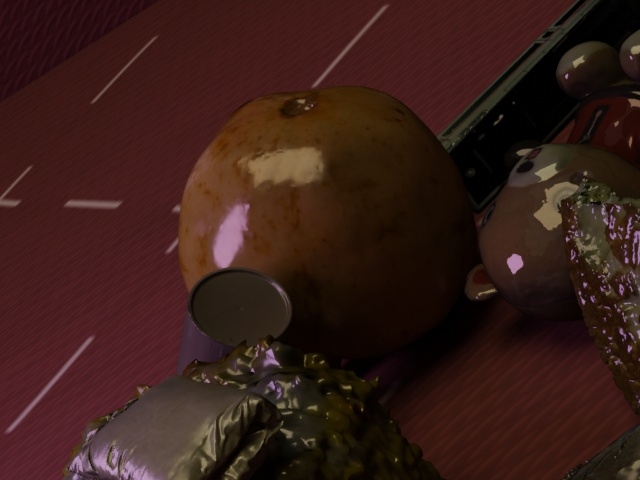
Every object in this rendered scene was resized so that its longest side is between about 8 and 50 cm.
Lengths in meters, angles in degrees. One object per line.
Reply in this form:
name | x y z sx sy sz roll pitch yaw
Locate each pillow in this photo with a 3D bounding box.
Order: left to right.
pillow | -0.118 0.177 1.612 0.134 0.078 0.181 -48 29 -21

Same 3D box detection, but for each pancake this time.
pancake | 0.315 0.055 1.674 0.376 0.054 0.197 60 143 40

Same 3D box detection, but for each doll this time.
doll | 0.281 -0.058 1.928 0.235 0.174 0.330 -2 48 48

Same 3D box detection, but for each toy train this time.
toy train | 0.285 -0.204 2.276 0.407 0.086 0.088 -44 19 -13

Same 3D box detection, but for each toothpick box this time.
toothpick box | -0.092 0.125 1.931 0.111 0.181 0.111 5 47 -6

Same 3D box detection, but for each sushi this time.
sushi | -0.085 0.289 1.747 0.396 0.240 0.351 -20 31 40

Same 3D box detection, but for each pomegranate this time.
pomegranate | 0.000 0.000 2.062 0.342 0.342 0.342 -31 25 16

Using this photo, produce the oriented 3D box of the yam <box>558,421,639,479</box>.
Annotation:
yam | 0.261 0.226 1.495 0.254 0.154 0.154 -42 25 -4
